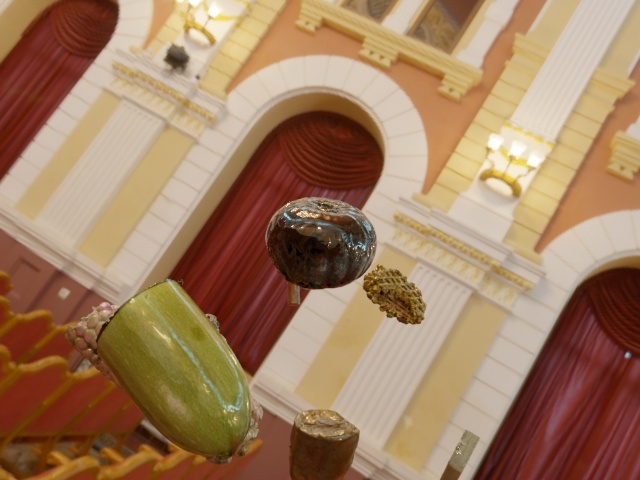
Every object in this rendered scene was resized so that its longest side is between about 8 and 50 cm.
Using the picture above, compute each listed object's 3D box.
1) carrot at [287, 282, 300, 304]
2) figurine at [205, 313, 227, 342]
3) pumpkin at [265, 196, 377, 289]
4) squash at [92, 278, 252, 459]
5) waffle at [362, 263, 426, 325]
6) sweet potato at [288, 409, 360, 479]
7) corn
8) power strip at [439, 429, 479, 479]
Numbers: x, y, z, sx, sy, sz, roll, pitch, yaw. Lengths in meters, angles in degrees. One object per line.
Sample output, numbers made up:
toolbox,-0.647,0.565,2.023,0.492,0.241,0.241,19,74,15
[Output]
carrot,-0.098,0.161,2.113,0.048,0.139,0.048,-3,-13,-1
figurine,-0.294,0.262,1.541,0.094,0.147,0.197,6,-42,12
pumpkin,0.000,0.000,1.218,0.233,0.163,0.233,6,23,-2
squash,-0.144,0.147,0.629,0.186,0.123,0.123,49,-7,15
waffle,0.210,0.152,1.638,0.193,0.070,0.197,23,27,-29
sweet potato,-0.003,0.514,1.410,0.158,0.158,0.369,29,-43,20
corn,-0.244,0.222,0.942,0.335,0.126,0.126,35,-11,4
power strip,0.348,0.605,1.567,0.043,0.106,0.367,28,-31,21
